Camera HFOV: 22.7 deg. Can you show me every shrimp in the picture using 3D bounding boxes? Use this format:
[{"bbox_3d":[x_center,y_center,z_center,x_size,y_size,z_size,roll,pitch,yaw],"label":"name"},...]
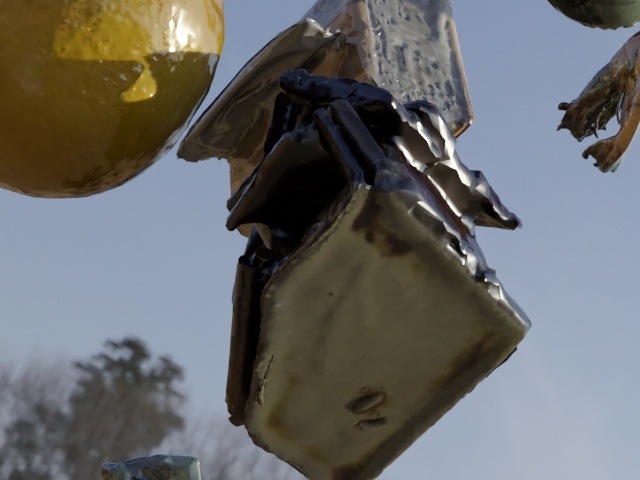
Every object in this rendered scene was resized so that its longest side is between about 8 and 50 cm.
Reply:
[{"bbox_3d":[0.424,-0.178,2.298,0.075,0.178,0.289,19,-32,-17],"label":"shrimp"}]

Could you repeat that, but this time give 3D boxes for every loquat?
[{"bbox_3d":[-0.216,-0.165,1.257,0.274,0.275,0.275,26,-14,7],"label":"loquat"}]

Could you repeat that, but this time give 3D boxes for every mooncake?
[{"bbox_3d":[-0.212,0.337,2.022,0.125,0.130,0.073,-5,-4,-14],"label":"mooncake"}]

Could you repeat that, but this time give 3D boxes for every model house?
[{"bbox_3d":[0.000,0.000,1.337,0.317,0.297,0.283,41,23,-41],"label":"model house"}]

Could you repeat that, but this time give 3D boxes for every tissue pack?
[{"bbox_3d":[-0.008,-0.157,1.827,0.238,0.239,0.305,32,-42,-16],"label":"tissue pack"}]

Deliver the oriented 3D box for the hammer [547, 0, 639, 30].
[{"bbox_3d":[0.162,-0.299,1.015,0.113,0.305,0.202,-11,-32,17],"label":"hammer"}]
